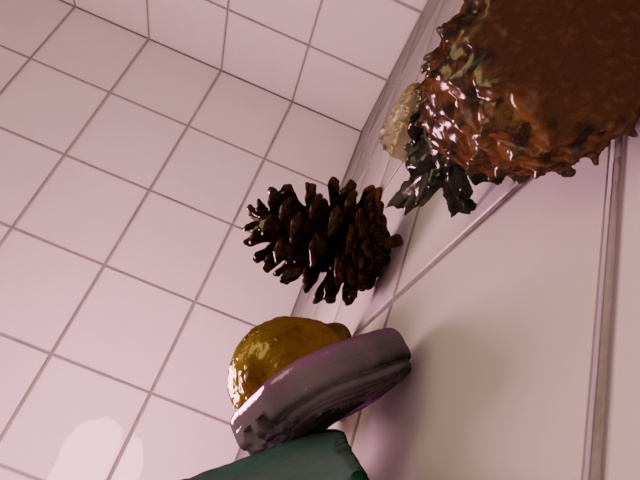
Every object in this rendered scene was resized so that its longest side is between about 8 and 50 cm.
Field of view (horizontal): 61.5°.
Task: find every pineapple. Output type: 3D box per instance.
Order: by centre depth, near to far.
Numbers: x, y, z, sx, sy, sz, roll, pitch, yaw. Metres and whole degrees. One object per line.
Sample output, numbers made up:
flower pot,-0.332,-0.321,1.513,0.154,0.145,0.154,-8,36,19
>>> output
pineapple,0.146,-0.113,0.513,0.364,0.166,0.165,126,167,-85

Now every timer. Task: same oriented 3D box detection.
timer,0.002,0.180,0.628,0.208,0.191,0.069,-51,59,45

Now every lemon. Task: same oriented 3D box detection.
lemon,-0.045,0.217,0.858,0.231,0.192,0.192,11,-76,-59

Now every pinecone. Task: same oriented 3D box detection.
pinecone,0.000,0.000,1.010,0.244,0.309,0.243,14,-90,-72

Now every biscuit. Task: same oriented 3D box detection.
biscuit,0.204,-0.298,1.314,0.281,0.084,0.179,-76,9,-71

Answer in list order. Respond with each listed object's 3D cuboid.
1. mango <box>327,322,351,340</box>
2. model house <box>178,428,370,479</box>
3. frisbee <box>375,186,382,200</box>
mango,-0.042,0.232,1.023,0.228,0.099,0.136,-29,32,1
model house,-0.038,0.326,0.421,0.280,0.230,0.248,119,132,-83
frisbee,0.116,-0.039,1.529,0.251,0.021,0.250,-157,90,-85
